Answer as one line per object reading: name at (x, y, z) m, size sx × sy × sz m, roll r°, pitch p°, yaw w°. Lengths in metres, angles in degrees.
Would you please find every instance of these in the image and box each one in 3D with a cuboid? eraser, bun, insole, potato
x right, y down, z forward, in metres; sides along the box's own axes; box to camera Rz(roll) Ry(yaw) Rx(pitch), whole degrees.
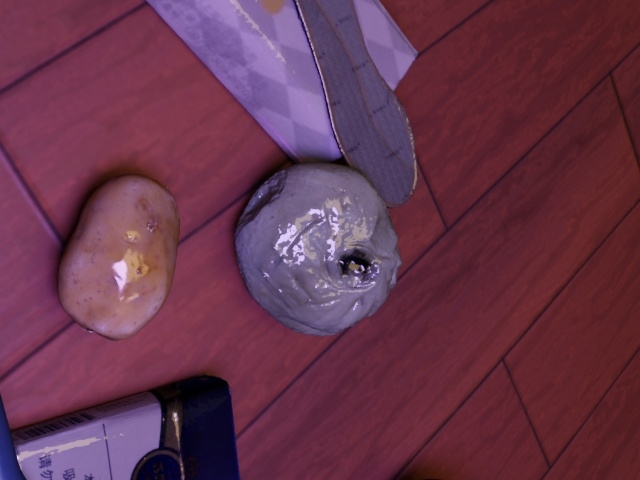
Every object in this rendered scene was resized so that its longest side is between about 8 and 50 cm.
eraser at (-0.062, -0.288, 1.040) m, size 0.397 × 0.082 × 0.213 m, roll 47°, pitch 64°, yaw -32°
bun at (0.000, 0.015, 1.060) m, size 0.221 × 0.108 × 0.221 m, roll -5°, pitch 113°, yaw -13°
insole at (0.044, -0.193, 1.073) m, size 0.119 × 0.009 × 0.348 m, roll -35°, pitch 115°, yaw -30°
potato at (-0.209, 0.015, 0.928) m, size 0.118 × 0.109 × 0.178 m, roll 19°, pitch 75°, yaw -16°

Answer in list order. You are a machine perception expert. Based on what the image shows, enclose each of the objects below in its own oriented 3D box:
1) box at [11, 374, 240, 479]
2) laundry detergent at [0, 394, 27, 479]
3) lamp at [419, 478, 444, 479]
box at (-0.212, 0.261, 0.968) m, size 0.259 × 0.071 × 0.168 m, roll -12°, pitch 101°, yaw -37°
laundry detergent at (-0.348, 0.199, 0.804) m, size 0.143 × 0.094 × 0.290 m, roll -22°, pitch 98°, yaw -17°
lamp at (0.150, 0.442, 1.200) m, size 0.227 × 0.227 × 0.227 m, roll -4°, pitch 96°, yaw -39°
